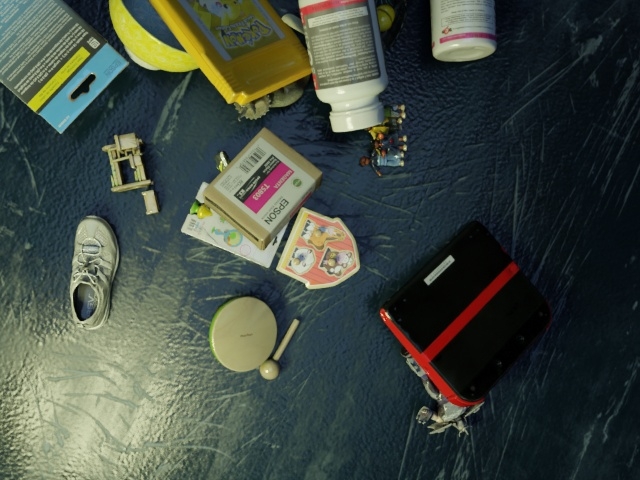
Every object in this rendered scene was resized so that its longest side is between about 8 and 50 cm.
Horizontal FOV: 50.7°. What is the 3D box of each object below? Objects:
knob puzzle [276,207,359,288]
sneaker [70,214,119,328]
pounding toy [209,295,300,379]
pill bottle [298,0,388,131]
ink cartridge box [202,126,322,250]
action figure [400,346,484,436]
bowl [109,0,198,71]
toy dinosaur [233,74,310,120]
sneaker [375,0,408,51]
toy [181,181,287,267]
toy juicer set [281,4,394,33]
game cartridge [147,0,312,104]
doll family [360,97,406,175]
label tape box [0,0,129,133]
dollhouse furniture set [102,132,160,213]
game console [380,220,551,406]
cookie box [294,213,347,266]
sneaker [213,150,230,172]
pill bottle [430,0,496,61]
[{"bbox_3d":[0.010,0.032,1.690,0.213,0.030,0.213,0,91,-5],"label":"knob puzzle"},{"bbox_3d":[-0.548,0.079,1.633,0.105,0.115,0.282,-1,90,-6],"label":"sneaker"},{"bbox_3d":[-0.192,0.235,1.691,0.236,0.110,0.183,29,75,-34],"label":"pounding toy"},{"bbox_3d":[0.063,-0.426,1.587,0.176,0.176,0.319,-13,106,-6],"label":"pill bottle"},{"bbox_3d":[-0.139,-0.128,1.650,0.193,0.088,0.235,38,73,7],"label":"ink cartridge box"},{"bbox_3d":[0.308,0.383,1.732,0.185,0.099,0.285,-31,96,-10],"label":"action figure"},{"bbox_3d":[-0.383,-0.501,1.612,0.289,0.289,0.156,47,128,-4],"label":"bowl"},{"bbox_3d":[-0.118,-0.391,1.687,0.313,0.121,0.160,-23,92,-37],"label":"toy dinosaur"},{"bbox_3d":[0.175,-0.613,1.729,0.106,0.101,0.268,21,91,19],"label":"sneaker"},{"bbox_3d":[-0.211,-0.037,1.694,0.237,0.056,0.137,23,82,-1],"label":"toy"},{"bbox_3d":[0.087,-0.584,1.685,0.329,0.089,0.209,-39,85,21],"label":"toy juicer set"},{"bbox_3d":[-0.195,-0.485,1.574,0.324,0.052,0.285,51,50,3],"label":"game cartridge"},{"bbox_3d":[0.156,-0.262,1.725,0.111,0.076,0.193,-6,94,-10],"label":"doll family"},{"bbox_3d":[-0.656,-0.446,1.625,0.333,0.106,0.241,43,86,-5],"label":"label tape box"},{"bbox_3d":[-0.464,-0.149,1.618,0.101,0.161,0.182,-12,91,-5],"label":"dollhouse furniture set"},{"bbox_3d":[0.380,0.186,1.713,0.386,0.060,0.342,-40,89,-22],"label":"game console"},{"bbox_3d":[0.000,0.000,1.726,0.107,0.040,0.092,40,86,-5],"label":"cookie box"},{"bbox_3d":[-0.243,-0.184,1.710,0.035,0.031,0.083,-12,101,24],"label":"sneaker"},{"bbox_3d":[0.356,-0.609,1.699,0.160,0.160,0.283,-3,91,-6],"label":"pill bottle"}]
